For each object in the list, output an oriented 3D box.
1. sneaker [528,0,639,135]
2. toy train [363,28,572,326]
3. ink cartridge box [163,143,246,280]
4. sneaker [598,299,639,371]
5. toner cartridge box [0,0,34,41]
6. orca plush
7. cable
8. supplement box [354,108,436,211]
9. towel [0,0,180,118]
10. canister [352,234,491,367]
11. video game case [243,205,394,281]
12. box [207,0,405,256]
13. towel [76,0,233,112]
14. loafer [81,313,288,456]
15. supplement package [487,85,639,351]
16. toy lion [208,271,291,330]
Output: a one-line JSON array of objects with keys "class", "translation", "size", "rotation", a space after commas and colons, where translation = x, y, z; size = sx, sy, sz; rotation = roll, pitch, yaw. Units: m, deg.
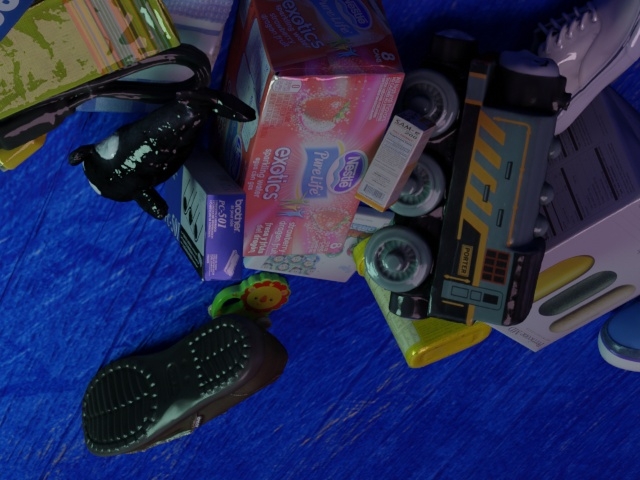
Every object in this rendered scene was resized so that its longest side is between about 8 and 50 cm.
[{"class": "sneaker", "translation": [0.285, -0.216, 1.522], "size": [0.091, 0.094, 0.258], "rotation": [16, 131, -22]}, {"class": "toy train", "translation": [0.165, -0.061, 1.529], "size": [0.190, 0.142, 0.334], "rotation": [13, 105, 14]}, {"class": "ink cartridge box", "translation": [-0.129, -0.034, 1.515], "size": [0.046, 0.207, 0.097], "rotation": [-1, 109, -17]}, {"class": "sneaker", "translation": [0.554, 0.058, 1.987], "size": [0.322, 0.130, 0.236], "rotation": [-12, 136, 5]}, {"class": "toner cartridge box", "translation": [-0.369, -0.200, 1.253], "size": [0.075, 0.165, 0.348], "rotation": [20, 132, -38]}, {"class": "orca plush", "translation": [-0.162, -0.077, 1.458], "size": [0.287, 0.102, 0.151], "rotation": [-21, 178, 43]}, {"class": "cable", "translation": [-0.260, -0.163, 1.415], "size": [0.287, 0.072, 0.139], "rotation": [-23, 125, 5]}, {"class": "supplement box", "translation": [0.078, -0.084, 1.441], "size": [0.098, 0.036, 0.062], "rotation": [-63, 170, 17]}, {"class": "towel", "translation": [-0.261, -0.188, 1.338], "size": [0.237, 0.021, 0.102], "rotation": [-22, 123, 8]}, {"class": "canister", "translation": [0.131, 0.065, 1.771], "size": [0.126, 0.170, 0.073], "rotation": [-21, 155, -9]}, {"class": "video game case", "translation": [0.000, 0.000, 1.787], "size": [0.157, 0.019, 0.143], "rotation": [9, 139, -30]}, {"class": "box", "translation": [-0.025, -0.128, 1.483], "size": [0.142, 0.154, 0.300], "rotation": [-2, 143, -16]}, {"class": "towel", "translation": [-0.190, -0.227, 1.392], "size": [0.209, 0.034, 0.285], "rotation": [1, 143, -19]}, {"class": "loafer", "translation": [-0.186, 0.216, 1.902], "size": [0.366, 0.134, 0.130], "rotation": [-24, 152, 35]}, {"class": "supplement package", "translation": [0.296, -0.029, 1.692], "size": [0.262, 0.198, 0.199], "rotation": [-32, 142, 25]}, {"class": "toy lion", "translation": [-0.093, 0.079, 1.860], "size": [0.100, 0.034, 0.096], "rotation": [2, 135, -21]}]
